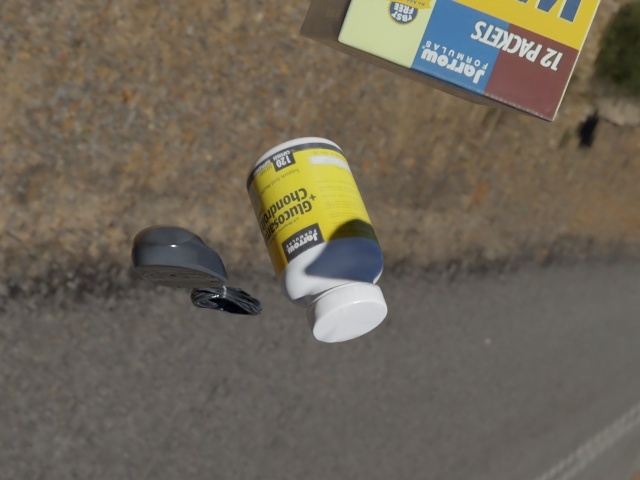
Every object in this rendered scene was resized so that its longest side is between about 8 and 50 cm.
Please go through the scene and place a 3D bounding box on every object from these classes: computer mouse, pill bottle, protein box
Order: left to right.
[{"bbox_3d":[-0.101,0.027,1.218,0.242,0.071,0.041,47,44,-71],"label":"computer mouse"},{"bbox_3d":[0.000,0.000,1.343,0.103,0.184,0.103,-15,151,-9],"label":"pill bottle"},{"bbox_3d":[0.092,-0.196,0.867,0.200,0.136,0.201,-129,-121,-78],"label":"protein box"}]
